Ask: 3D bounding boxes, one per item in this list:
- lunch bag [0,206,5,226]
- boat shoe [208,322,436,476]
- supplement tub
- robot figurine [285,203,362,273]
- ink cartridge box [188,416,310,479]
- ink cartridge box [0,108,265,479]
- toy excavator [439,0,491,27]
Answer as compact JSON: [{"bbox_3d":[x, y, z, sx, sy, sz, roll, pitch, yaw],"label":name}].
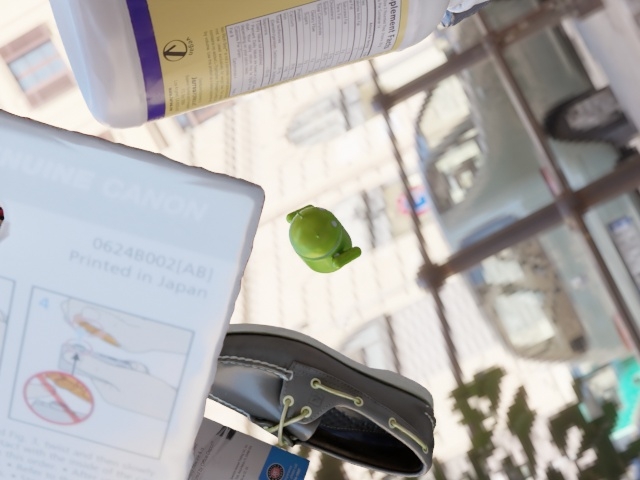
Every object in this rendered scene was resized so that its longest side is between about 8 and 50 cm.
[{"bbox_3d":[-0.298,0.068,0.942,0.120,0.293,0.258,141,132,-62],"label":"lunch bag"},{"bbox_3d":[-0.008,0.174,1.505,0.305,0.109,0.091,20,-139,-22],"label":"boat shoe"},{"bbox_3d":[-0.043,-0.238,1.065,0.241,0.331,0.241,162,90,-79],"label":"supplement tub"},{"bbox_3d":[0.000,0.000,1.738,0.101,0.067,0.115,46,178,26],"label":"robot figurine"},{"bbox_3d":[-0.133,0.275,1.515,0.086,0.203,0.148,106,-173,-51],"label":"ink cartridge box"},{"bbox_3d":[-0.208,0.070,0.635,0.091,0.308,0.385,-79,6,-56],"label":"ink cartridge box"},{"bbox_3d":[0.086,-0.513,1.514,0.433,0.222,0.445,49,167,56],"label":"toy excavator"}]
